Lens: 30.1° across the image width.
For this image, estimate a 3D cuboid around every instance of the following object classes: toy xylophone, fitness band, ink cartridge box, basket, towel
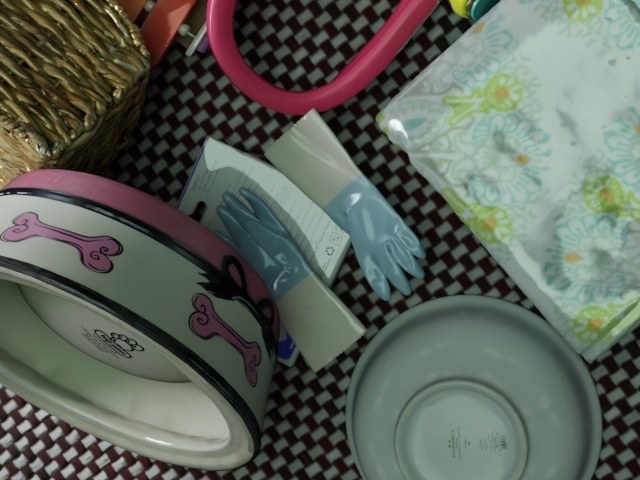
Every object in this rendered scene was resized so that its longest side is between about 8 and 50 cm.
[{"bbox_3d":[-0.240,-0.316,1.402,0.322,0.081,0.236,28,99,10],"label":"toy xylophone"},{"bbox_3d":[0.005,-0.277,1.324,0.209,0.054,0.291,40,95,-15],"label":"fitness band"},{"bbox_3d":[-0.078,0.010,1.403,0.208,0.045,0.206,27,98,8],"label":"ink cartridge box"},{"bbox_3d":[-0.347,-0.198,1.347,0.299,0.223,0.213,38,64,4],"label":"basket"},{"bbox_3d":[0.294,-0.100,1.293,0.320,0.090,0.374,-41,84,11],"label":"towel"}]

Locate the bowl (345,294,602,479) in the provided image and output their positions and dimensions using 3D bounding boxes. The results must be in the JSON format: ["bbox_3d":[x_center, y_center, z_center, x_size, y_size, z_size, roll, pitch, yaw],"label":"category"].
[{"bbox_3d":[0.160,0.214,1.319,0.297,0.134,0.298,1,94,13],"label":"bowl"}]

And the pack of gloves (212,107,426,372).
[{"bbox_3d":[0.000,0.000,1.354,0.195,0.046,0.232,-41,82,21],"label":"pack of gloves"}]

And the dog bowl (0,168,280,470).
[{"bbox_3d":[-0.224,0.083,1.284,0.408,0.408,0.150,21,61,11],"label":"dog bowl"}]

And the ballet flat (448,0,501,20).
[{"bbox_3d":[0.220,-0.344,1.306,0.231,0.077,0.077,-46,61,13],"label":"ballet flat"}]
